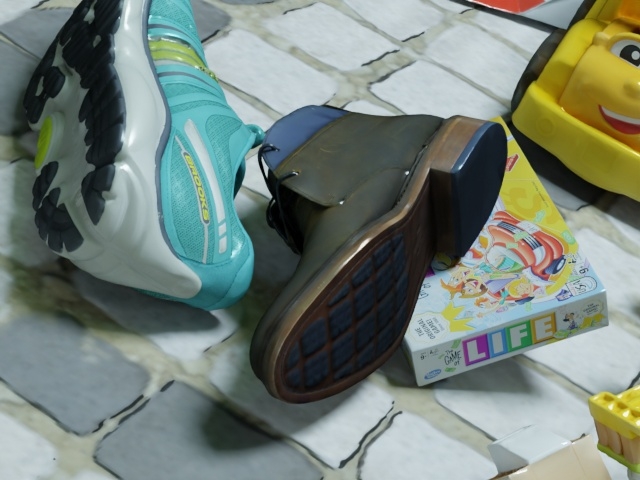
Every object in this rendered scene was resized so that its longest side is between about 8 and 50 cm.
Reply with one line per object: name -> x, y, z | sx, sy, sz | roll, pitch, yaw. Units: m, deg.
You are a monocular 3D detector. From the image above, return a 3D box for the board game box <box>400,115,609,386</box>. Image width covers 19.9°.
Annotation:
board game box -> 0.074, 0.002, 0.959 | 0.103, 0.026, 0.154 | -18, 42, -6

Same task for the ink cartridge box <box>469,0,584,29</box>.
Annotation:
ink cartridge box -> 0.187, -0.215, 1.368 | 0.232, 0.066, 0.189 | 20, 30, -11

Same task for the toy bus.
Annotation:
toy bus -> 0.240, -0.146, 1.154 | 0.149, 0.211, 0.220 | 32, 35, 12

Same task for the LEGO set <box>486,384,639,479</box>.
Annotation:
LEGO set -> 0.196, 0.092, 0.910 | 0.132, 0.107, 0.287 | -1, 24, 32

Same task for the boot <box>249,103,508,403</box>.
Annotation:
boot -> 0.000, 0.000, 0.897 | 0.106, 0.082, 0.219 | 16, 37, 26

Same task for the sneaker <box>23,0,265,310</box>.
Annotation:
sneaker -> -0.089, -0.062, 0.958 | 0.110, 0.107, 0.275 | 29, 32, -27
